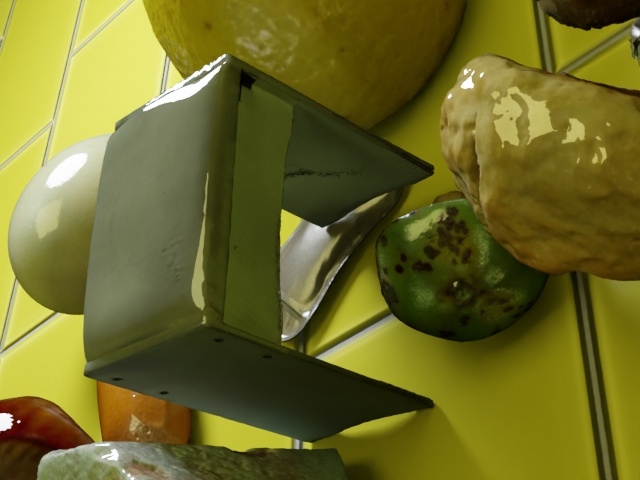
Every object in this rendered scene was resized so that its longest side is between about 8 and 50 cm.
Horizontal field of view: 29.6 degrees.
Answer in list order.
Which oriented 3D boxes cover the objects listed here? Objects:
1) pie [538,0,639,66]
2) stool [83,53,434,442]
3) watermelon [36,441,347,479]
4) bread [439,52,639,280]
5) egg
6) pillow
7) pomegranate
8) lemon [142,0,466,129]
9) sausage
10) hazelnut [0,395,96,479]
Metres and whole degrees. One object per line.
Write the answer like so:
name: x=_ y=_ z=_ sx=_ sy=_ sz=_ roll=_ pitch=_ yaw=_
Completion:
pie: x=0.392 y=-0.222 z=0.789 sx=0.395 sy=0.180 sz=0.418 roll=-44 pitch=33 yaw=-16
stool: x=-0.046 y=0.018 z=1.064 sx=0.170 sy=0.269 sz=0.244 roll=-23 pitch=55 yaw=42
watermelon: x=-0.118 y=0.249 z=0.953 sx=0.228 sy=0.258 sz=0.387 roll=-62 pitch=-4 yaw=6
bread: x=0.195 y=-0.046 z=0.865 sx=0.244 sy=0.244 sz=0.134 roll=30 pitch=110 yaw=58
egg: x=-0.288 y=-0.025 z=1.539 sx=0.188 sy=0.188 sz=0.254 roll=-13 pitch=43 yaw=49
pillow: x=0.000 y=0.000 z=1.268 sx=0.217 sy=0.033 sz=0.130 roll=-56 pitch=33 yaw=2
pomegranate: x=0.119 y=0.022 z=1.015 sx=0.143 sy=0.122 sz=0.169 roll=-22 pitch=1 yaw=3
lemon: x=-0.041 y=-0.302 z=1.306 sx=0.364 sy=0.364 sz=0.364 roll=-34 pitch=38 yaw=32
sausage: x=-0.199 y=0.147 z=1.350 sx=0.105 sy=0.105 sz=0.274 roll=-44 pitch=34 yaw=21
hazelnut: x=-0.321 y=0.287 z=1.311 sx=0.229 sy=0.229 sz=0.229 roll=-34 pitch=38 yaw=32
